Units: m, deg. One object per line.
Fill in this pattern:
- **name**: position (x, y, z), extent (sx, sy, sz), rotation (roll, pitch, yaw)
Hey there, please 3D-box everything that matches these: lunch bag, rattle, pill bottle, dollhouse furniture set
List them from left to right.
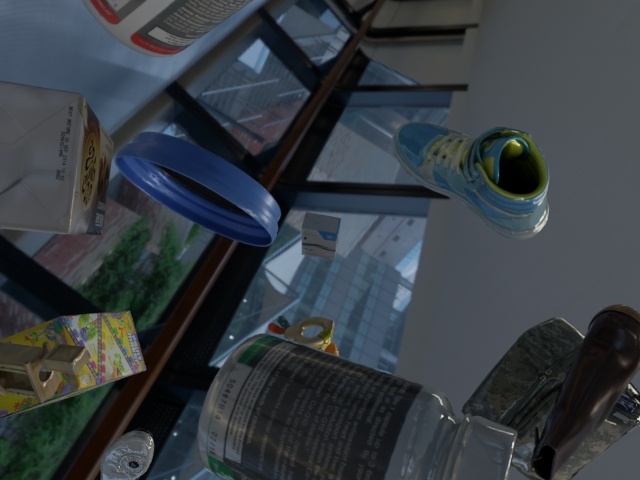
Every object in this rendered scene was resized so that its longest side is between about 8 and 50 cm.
- **dollhouse furniture set**: position (-0.505, 0.257, 0.868), extent (0.161, 0.182, 0.101), rotation (-68, 160, -58)
- **pill bottle**: position (-0.143, -0.415, 0.686), extent (0.363, 0.210, 0.210), rotation (-19, -151, 32)
- **rattle**: position (-0.049, 0.309, 1.606), extent (0.130, 0.199, 0.143), rotation (-83, 160, -43)
- **pill bottle**: position (0.045, 0.262, 0.664), extent (0.204, 0.361, 0.204), rotation (-38, 135, -53)
- **lunch bag**: position (0.495, 0.349, 1.111), extent (0.212, 0.256, 0.305), rotation (-10, 136, -44)

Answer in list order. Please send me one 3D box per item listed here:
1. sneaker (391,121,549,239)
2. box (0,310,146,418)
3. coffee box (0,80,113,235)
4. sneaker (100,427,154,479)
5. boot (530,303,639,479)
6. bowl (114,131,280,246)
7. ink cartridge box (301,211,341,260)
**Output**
- **sneaker**: position (0.246, -0.146, 0.873), extent (0.127, 0.319, 0.208), rotation (-51, 156, -6)
- **box**: position (-0.660, 0.312, 1.326), extent (0.290, 0.177, 0.279), rotation (-21, 171, 10)
- **coffee box**: position (-0.375, -0.094, 0.731), extent (0.297, 0.119, 0.168), rotation (178, -82, -74)
- **sneaker**: position (-0.354, 0.389, 0.971), extent (0.217, 0.079, 0.121), rotation (-59, -167, 26)
- **boot**: position (0.398, 0.233, 0.777), extent (0.207, 0.090, 0.248), rotation (-40, 141, -30)
- **bowl**: position (-0.268, -0.111, 1.188), extent (0.077, 0.391, 0.391), rotation (-65, -173, -15)
- **ink cartridge box**: position (0.000, 0.000, 0.709), extent (0.083, 0.048, 0.028), rotation (92, 10, -57)
